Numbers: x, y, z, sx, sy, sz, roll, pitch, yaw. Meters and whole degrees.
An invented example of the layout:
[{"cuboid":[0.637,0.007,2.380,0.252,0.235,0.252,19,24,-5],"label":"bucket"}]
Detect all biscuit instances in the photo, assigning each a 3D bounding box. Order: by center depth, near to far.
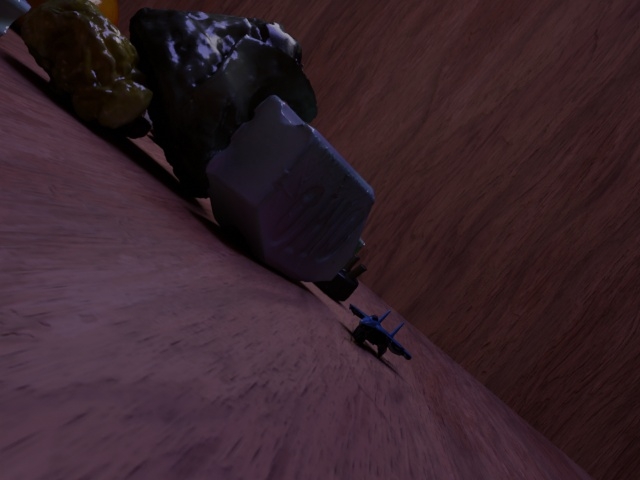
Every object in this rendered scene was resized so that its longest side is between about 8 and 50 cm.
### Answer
[{"cuboid":[-0.425,-0.261,1.753,0.118,0.061,0.183,44,6,36],"label":"biscuit"}]

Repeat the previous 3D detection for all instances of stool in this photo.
[{"cuboid":[0.043,0.078,2.108,0.125,0.121,0.217,39,7,2],"label":"stool"}]

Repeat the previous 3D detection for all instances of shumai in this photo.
[{"cuboid":[-0.190,-0.321,1.714,0.395,0.348,0.395,57,-17,27],"label":"shumai"}]

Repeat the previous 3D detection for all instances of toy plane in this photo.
[{"cuboid":[0.104,0.179,1.654,0.169,0.078,0.246,41,9,18],"label":"toy plane"}]

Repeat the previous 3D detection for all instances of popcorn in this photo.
[{"cuboid":[-0.440,-0.343,1.537,0.286,0.174,0.225,46,-6,41],"label":"popcorn"}]

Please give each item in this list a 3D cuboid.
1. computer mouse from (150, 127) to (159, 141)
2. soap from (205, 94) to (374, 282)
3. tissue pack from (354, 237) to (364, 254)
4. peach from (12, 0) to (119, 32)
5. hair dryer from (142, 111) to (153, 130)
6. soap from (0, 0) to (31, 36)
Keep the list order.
[{"cuboid":[-0.418,-0.276,2.313,0.102,0.045,0.199,41,2,-6],"label":"computer mouse"},{"cuboid":[-0.048,-0.073,1.671,0.156,0.261,0.446,41,1,27],"label":"soap"},{"cuboid":[0.000,0.000,2.332,0.229,0.159,0.145,39,3,-33],"label":"tissue pack"},{"cuboid":[-0.657,-0.617,2.175,0.308,0.289,0.289,32,6,-31],"label":"peach"},{"cuboid":[-0.513,-0.365,2.414,0.195,0.053,0.220,41,2,39],"label":"hair dryer"},{"cuboid":[-0.675,-0.485,1.570,0.173,0.095,0.289,40,2,18],"label":"soap"}]
